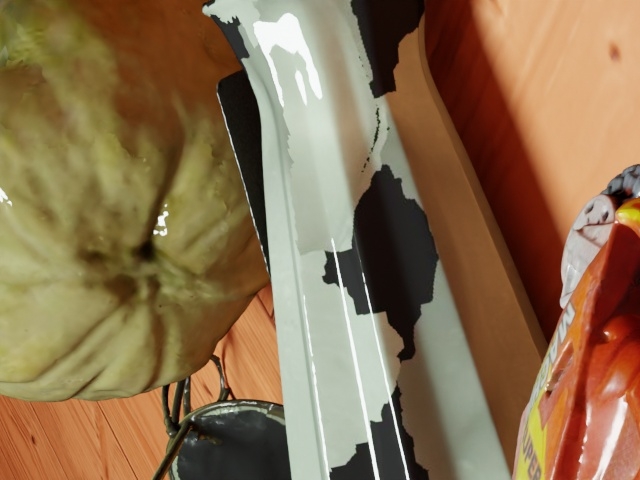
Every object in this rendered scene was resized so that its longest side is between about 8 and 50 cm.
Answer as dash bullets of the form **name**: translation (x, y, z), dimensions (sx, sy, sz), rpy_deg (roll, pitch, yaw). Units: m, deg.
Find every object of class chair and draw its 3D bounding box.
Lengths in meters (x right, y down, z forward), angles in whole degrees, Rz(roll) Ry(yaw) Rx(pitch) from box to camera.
- **chair**: translation (-0.046, 0.159, 1.202), dimensions (0.325, 0.170, 0.159), rpy_deg (-69, -21, -48)

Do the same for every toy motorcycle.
- **toy motorcycle**: translation (0.121, 0.092, 0.691), dimensions (0.171, 0.089, 0.298), rpy_deg (-32, 43, 58)

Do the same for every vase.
- **vase**: translation (0.043, 0.043, 0.889), dimensions (0.165, 0.165, 0.360), rpy_deg (-5, 100, 67)

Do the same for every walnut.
- **walnut**: translation (-0.157, -0.047, 1.113), dimensions (0.277, 0.253, 0.282), rpy_deg (51, 152, 36)

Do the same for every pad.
- **pad**: translation (0.000, 0.000, 0.986), dimensions (0.003, 0.143, 0.211), rpy_deg (-9, 103, 25)
